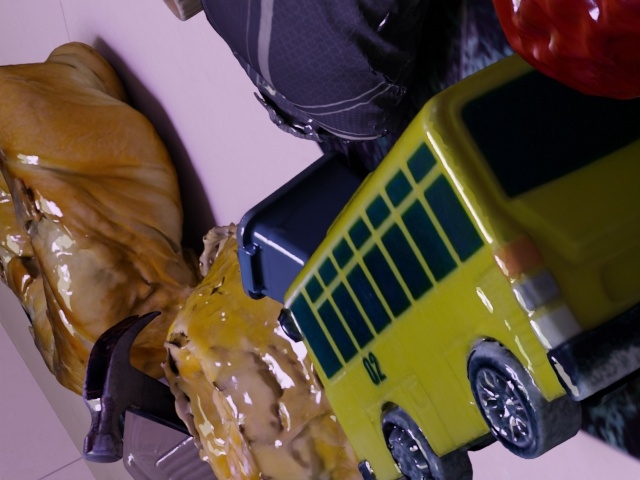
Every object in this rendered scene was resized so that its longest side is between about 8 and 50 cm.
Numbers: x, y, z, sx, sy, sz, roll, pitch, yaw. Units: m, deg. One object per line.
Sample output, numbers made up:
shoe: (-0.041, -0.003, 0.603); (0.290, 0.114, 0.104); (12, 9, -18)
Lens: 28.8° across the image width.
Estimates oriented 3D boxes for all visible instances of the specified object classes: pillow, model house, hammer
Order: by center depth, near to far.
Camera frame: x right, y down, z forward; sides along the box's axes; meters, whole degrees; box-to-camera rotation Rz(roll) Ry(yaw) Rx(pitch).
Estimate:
pillow: (0.002, -0.157, 0.590); (0.161, 0.092, 0.335); (55, 159, 14)
hammer: (-0.110, 0.157, 1.121); (0.290, 0.037, 0.137); (36, -131, -53)
model house: (-0.112, 0.234, 1.307); (0.188, 0.122, 0.229); (0, 127, 55)

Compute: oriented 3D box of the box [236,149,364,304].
box: (0.000, 0.000, 0.783); (0.054, 0.099, 0.074); (33, 146, 29)

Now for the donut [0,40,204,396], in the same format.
donut: (-0.229, -0.010, 1.228); (0.360, 0.170, 0.360); (51, 152, 41)

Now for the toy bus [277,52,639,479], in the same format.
toy bus: (0.079, 0.020, 0.566); (0.150, 0.128, 0.262); (61, 158, 10)

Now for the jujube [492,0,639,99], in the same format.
jujube: (0.109, -0.102, 0.374); (0.109, 0.112, 0.176); (25, 168, -12)

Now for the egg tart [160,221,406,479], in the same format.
egg tart: (-0.042, 0.134, 1.004); (0.315, 0.120, 0.315); (51, 156, 33)

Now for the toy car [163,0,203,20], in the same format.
toy car: (-0.127, -0.238, 0.780); (0.235, 0.145, 0.235); (57, 175, 7)
